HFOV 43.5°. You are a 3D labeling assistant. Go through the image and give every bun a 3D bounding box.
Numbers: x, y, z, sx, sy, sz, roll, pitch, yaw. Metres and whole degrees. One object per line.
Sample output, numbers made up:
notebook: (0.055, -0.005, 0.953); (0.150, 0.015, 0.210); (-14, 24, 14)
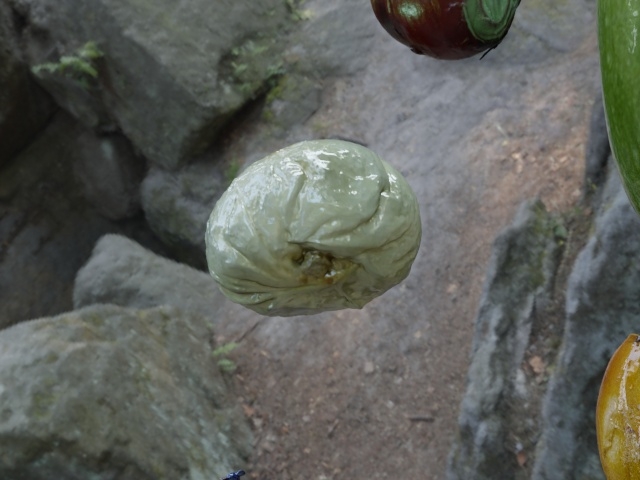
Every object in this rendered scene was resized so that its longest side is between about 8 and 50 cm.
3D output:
bun: (0.000, 0.000, 0.670); (0.164, 0.188, 0.111); (-57, 41, 27)

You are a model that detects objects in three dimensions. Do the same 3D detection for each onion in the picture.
onion: (0.086, -0.186, 0.560); (0.117, 0.118, 0.119); (-47, 23, -29)

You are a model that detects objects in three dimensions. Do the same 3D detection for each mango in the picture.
mango: (0.467, 0.271, 1.103); (0.187, 0.138, 0.256); (16, 89, 36)

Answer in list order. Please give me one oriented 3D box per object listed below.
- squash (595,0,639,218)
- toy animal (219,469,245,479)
squash: (0.365, -0.117, 0.690); (0.310, 0.310, 0.308); (-4, 68, 55)
toy animal: (-0.106, 0.377, 1.040); (0.075, 0.216, 0.041); (-12, 30, 5)
